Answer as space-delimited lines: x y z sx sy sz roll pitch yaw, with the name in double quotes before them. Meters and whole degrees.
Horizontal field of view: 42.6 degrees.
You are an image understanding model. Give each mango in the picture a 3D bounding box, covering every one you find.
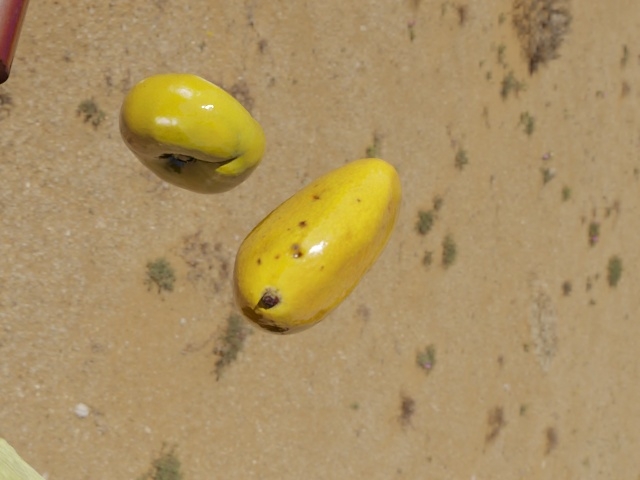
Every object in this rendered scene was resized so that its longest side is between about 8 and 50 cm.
"mango" 0.000 0.000 0.792 0.109 0.147 0.227 42 55 1

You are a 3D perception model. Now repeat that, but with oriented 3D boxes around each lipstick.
"lipstick" -0.341 -0.322 0.918 0.057 0.057 0.357 48 33 -50

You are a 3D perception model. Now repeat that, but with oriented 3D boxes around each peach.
"peach" -0.214 -0.179 1.389 0.251 0.251 0.153 43 51 -52

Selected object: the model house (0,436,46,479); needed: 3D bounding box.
"model house" -0.393 0.432 0.998 0.266 0.321 0.261 41 82 -11
